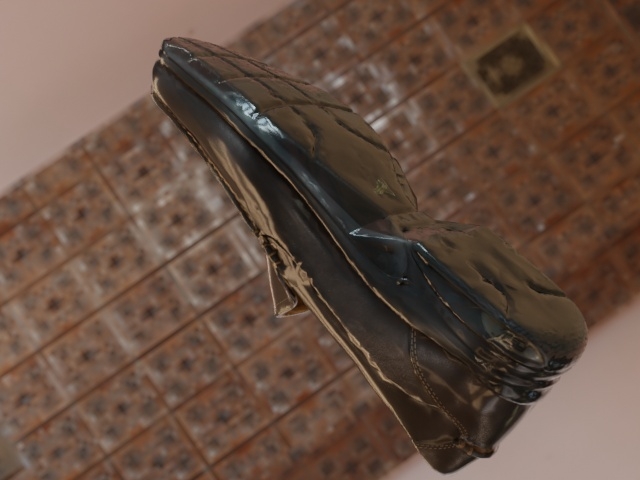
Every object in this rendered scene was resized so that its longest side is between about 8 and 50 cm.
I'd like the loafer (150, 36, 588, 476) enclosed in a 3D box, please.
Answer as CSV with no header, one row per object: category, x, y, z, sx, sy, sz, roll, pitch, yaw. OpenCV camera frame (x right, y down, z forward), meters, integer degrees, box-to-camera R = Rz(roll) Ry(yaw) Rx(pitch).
loafer,0.000,0.000,0.475,0.170,0.061,0.062,45,26,28
